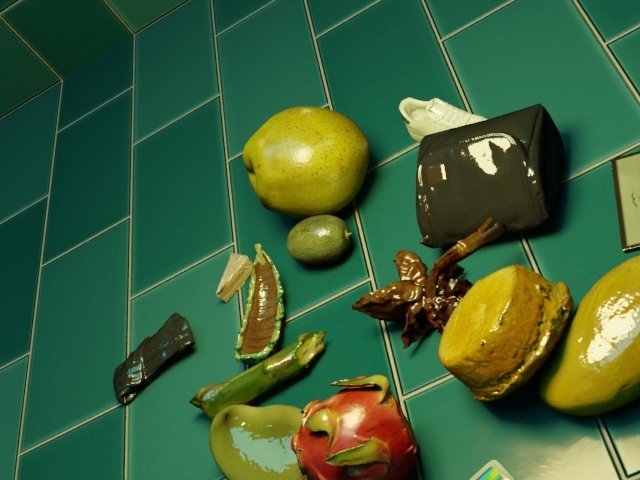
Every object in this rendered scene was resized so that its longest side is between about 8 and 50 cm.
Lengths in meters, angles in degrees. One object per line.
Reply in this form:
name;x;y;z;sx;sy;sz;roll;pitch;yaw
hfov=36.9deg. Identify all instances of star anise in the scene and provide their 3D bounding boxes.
star anise;0.228;0.075;1.900;0.346;0.148;0.237;-36;41;21

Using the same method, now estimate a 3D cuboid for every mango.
mango;0.514;0.162;1.607;0.331;0.142;0.195;-56;37;-7

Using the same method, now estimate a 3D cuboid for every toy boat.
toy boat;-0.128;0.152;2.150;0.109;0.099;0.292;-14;54;27

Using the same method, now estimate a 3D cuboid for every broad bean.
broad bean;-0.107;0.407;1.878;0.263;0.121;0.189;3;60;38

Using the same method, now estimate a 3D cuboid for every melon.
melon;0.000;0.000;2.173;0.167;0.114;0.114;-11;48;31

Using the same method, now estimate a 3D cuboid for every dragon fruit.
dragon fruit;0.059;0.361;1.718;0.227;0.224;0.224;-17;42;-1

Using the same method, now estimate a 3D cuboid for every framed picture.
framed picture;0.714;-0.110;1.790;0.324;0.013;0.244;-16;45;26

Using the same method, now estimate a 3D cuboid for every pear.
pear;-0.026;-0.180;2.240;0.294;0.294;0.294;-21;43;22

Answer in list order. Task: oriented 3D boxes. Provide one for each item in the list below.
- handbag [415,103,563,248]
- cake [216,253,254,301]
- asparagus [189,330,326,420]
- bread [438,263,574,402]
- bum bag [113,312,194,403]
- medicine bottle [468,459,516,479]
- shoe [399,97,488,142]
handbag;0.328;-0.137;1.968;0.302;0.178;0.275;-11;37;30
cake;-0.214;0.091;2.308;0.065;0.052;0.121;22;70;42
asparagus;-0.128;0.293;2.033;0.343;0.082;0.085;-29;22;12
bread;0.321;0.164;1.690;0.268;0.146;0.268;-54;9;13
bum bag;-0.398;0.278;2.273;0.248;0.060;0.123;-36;39;8
medicine bottle;0.241;0.476;1.566;0.229;0.083;0.121;-41;38;-2
shoe;0.287;-0.270;2.200;0.265;0.110;0.095;12;61;47
